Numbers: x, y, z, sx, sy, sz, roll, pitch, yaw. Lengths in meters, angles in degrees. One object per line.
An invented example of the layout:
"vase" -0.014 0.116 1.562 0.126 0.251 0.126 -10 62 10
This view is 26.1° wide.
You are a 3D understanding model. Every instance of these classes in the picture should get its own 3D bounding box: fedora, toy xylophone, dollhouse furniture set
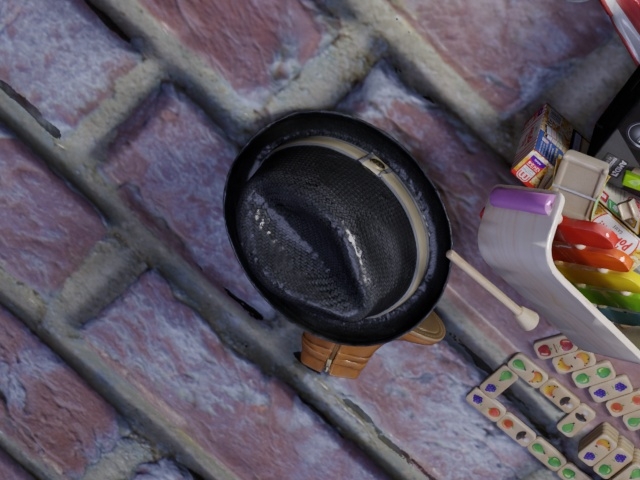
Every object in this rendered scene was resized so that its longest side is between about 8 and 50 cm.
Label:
"fedora" 0.000 0.000 1.781 0.334 0.152 0.334 6 106 21
"toy xylophone" 0.291 0.049 1.663 0.236 0.081 0.323 16 159 46
"dollhouse furniture set" 0.342 -0.052 1.603 0.152 0.058 0.076 22 112 16

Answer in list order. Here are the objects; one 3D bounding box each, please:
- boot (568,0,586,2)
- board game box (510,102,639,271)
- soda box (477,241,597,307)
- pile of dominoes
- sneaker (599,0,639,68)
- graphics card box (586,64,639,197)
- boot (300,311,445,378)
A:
"boot" 0.221 -0.437 1.497 0.338 0.118 0.222 62 149 20
"board game box" 0.326 -0.066 1.689 0.193 0.147 0.045 40 121 -7
"soda box" 0.292 0.034 1.804 0.181 0.061 0.058 41 122 -8
"pile of dominoes" 0.354 0.250 1.920 0.251 0.040 0.196 39 122 -7
"sneaker" 0.383 -0.303 1.593 0.128 0.087 0.221 -28 116 16
"graphics card box" 0.520 -0.096 1.587 0.371 0.094 0.233 25 146 -3
"boot" 0.068 0.139 1.931 0.197 0.073 0.152 23 125 12
